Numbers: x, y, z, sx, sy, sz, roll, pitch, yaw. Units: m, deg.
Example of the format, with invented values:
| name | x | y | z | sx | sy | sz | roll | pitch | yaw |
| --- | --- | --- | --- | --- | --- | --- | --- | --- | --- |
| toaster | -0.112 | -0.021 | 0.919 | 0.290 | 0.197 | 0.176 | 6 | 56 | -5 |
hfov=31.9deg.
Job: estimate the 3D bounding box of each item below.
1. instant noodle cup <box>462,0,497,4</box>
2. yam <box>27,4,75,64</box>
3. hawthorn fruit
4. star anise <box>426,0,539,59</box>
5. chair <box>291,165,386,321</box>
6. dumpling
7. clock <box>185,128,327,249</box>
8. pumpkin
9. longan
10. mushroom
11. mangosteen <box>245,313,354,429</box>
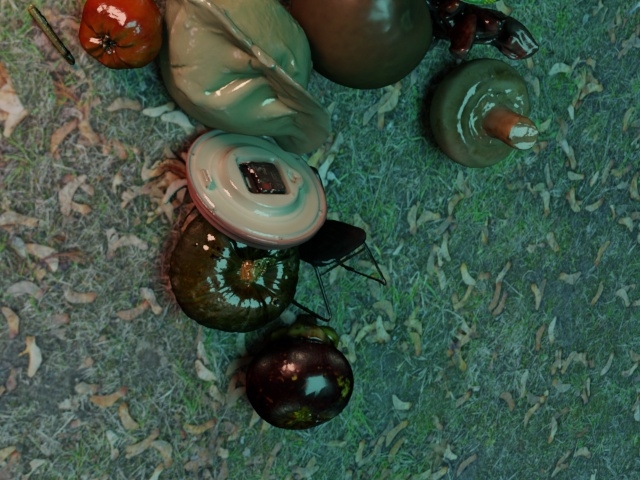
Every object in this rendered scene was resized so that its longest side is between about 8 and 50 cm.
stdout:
| name | x | y | z | sx | sy | sz | roll | pitch | yaw |
| --- | --- | --- | --- | --- | --- | --- | --- | --- | --- |
| instant noodle cup | 0.230 | -0.522 | 1.858 | 0.207 | 0.232 | 0.207 | -8 | 119 | -15 |
| yam | -0.388 | -0.296 | 1.620 | 0.014 | 0.014 | 0.107 | -46 | 126 | -17 |
| hawthorn fruit | -0.281 | -0.313 | 1.628 | 0.140 | 0.125 | 0.125 | -32 | 122 | -24 |
| star anise | 0.246 | -0.376 | 1.946 | 0.283 | 0.212 | 0.129 | 4 | 106 | -40 |
| chair | 0.000 | 0.000 | 1.932 | 0.140 | 0.145 | 0.221 | -31 | 120 | -27 |
| dumpling | -0.111 | -0.279 | 1.694 | 0.321 | 0.270 | 0.212 | 14 | 69 | -34 |
| clock | -0.101 | -0.087 | 1.784 | 0.244 | 0.244 | 0.056 | -2 | 142 | -37 |
| pumpkin | -0.136 | 0.045 | 1.828 | 0.224 | 0.157 | 0.223 | -4 | 99 | -24 |
| longan | 0.067 | -0.356 | 1.797 | 0.248 | 0.248 | 0.248 | -13 | 112 | -34 |
| mushroom | 0.314 | -0.226 | 2.054 | 0.207 | 0.215 | 0.207 | -12 | 116 | -27 |
| mangosteen | -0.037 | 0.223 | 1.971 | 0.192 | 0.192 | 0.217 | 27 | 49 | -40 |
